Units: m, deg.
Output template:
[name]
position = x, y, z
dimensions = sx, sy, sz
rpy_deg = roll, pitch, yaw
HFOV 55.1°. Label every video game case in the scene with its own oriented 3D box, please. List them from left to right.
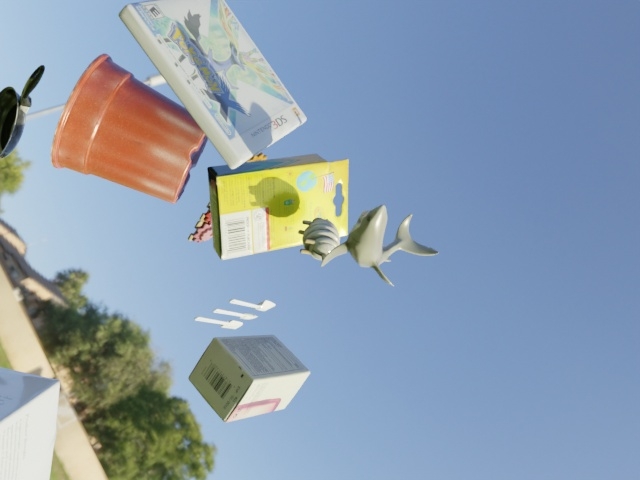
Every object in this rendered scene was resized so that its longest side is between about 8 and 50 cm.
[video game case]
position = -0.187, -0.324, 1.184
dimensions = 0.036, 0.300, 0.329
rpy_deg = -31, -80, 33

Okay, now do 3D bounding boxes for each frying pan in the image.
[frying pan]
position = -0.769, -0.342, 1.544
dimensions = 0.326, 0.053, 0.197
rpy_deg = -51, -128, 19

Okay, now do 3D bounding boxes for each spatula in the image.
[spatula]
position = -0.249, 0.212, 1.809
dimensions = 0.242, 0.168, 0.019
rpy_deg = 30, 37, -62

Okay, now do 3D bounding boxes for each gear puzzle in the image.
[gear puzzle]
position = -0.235, -0.113, 1.733
dimensions = 0.044, 0.175, 0.339
rpy_deg = 50, -58, 21

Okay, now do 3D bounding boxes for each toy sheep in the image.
[toy sheep]
position = 0.000, 0.000, 1.329
dimensions = 0.091, 0.091, 0.132
rpy_deg = 101, -12, -47

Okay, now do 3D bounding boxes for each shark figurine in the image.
[shark figurine]
position = 0.116, 0.032, 1.133
dimensions = 0.166, 0.278, 0.116
rpy_deg = -44, -112, 13

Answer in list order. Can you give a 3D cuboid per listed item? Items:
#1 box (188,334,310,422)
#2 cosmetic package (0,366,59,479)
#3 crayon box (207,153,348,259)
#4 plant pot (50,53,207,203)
[box]
position = -0.162, 0.313, 1.427
dimensions = 0.148, 0.232, 0.127
rpy_deg = 41, -76, 29
[cosmetic package]
position = -0.417, 0.244, 0.695
dimensions = 0.184, 0.151, 0.151
rpy_deg = -49, 150, -80
[crayon box]
position = -0.092, -0.084, 1.416
dimensions = 0.081, 0.318, 0.202
rpy_deg = -137, -137, -56
[plant pot]
position = -0.401, -0.225, 1.357
dimensions = 0.265, 0.272, 0.272
rpy_deg = 25, -30, -10
